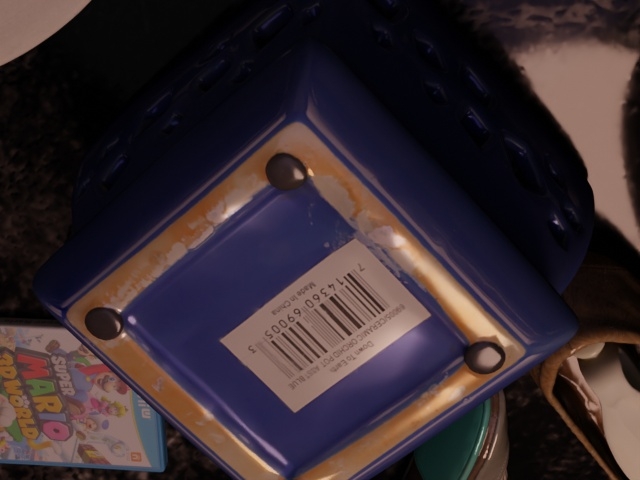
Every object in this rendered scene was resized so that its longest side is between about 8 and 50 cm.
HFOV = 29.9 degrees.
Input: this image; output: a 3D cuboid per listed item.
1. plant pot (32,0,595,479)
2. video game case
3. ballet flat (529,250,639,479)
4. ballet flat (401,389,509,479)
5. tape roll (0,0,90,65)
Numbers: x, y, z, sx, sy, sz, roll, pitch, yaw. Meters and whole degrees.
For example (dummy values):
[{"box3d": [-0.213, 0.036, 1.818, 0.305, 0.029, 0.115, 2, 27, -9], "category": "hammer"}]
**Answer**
[{"box3d": [0.000, 0.000, 0.664, 0.236, 0.212, 0.236, -38, 106, 22], "category": "plant pot"}, {"box3d": [-0.194, 0.109, 0.849, 0.166, 0.015, 0.119, 2, 117, 5], "category": "video game case"}, {"box3d": [0.239, 0.151, 0.763, 0.116, 0.124, 0.342, -33, 109, 19], "category": "ballet flat"}, {"box3d": [0.091, 0.174, 0.833, 0.068, 0.072, 0.213, 8, 122, -29], "category": "ballet flat"}, {"box3d": [-0.242, -0.257, 0.549, 0.392, 0.072, 0.392, 3, 121, 6], "category": "tape roll"}]
